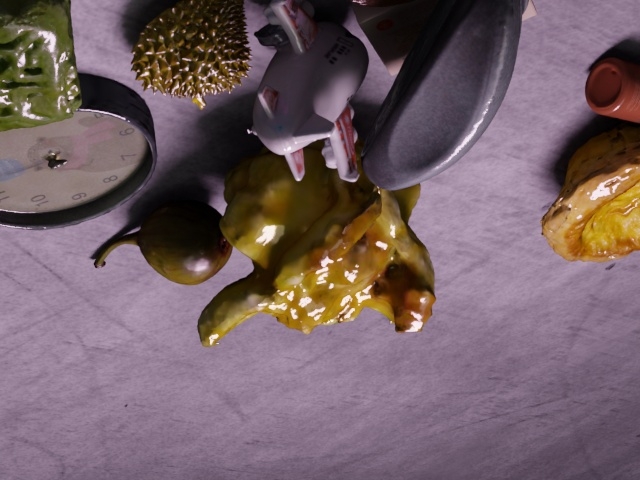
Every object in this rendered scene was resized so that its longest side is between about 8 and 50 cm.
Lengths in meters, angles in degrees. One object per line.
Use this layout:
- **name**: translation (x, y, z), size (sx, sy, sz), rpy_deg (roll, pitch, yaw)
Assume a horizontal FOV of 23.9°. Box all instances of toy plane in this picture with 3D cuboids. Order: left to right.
- **toy plane**: translation (-0.010, -0.179, 1.790), size (0.118, 0.252, 0.252), rpy_deg (-9, 156, 24)

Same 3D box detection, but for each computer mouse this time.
- **computer mouse**: translation (0.164, -0.200, 1.737), size (0.114, 0.203, 0.374), rpy_deg (25, 133, -5)

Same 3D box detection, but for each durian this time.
- **durian**: translation (-0.151, -0.206, 1.803), size (0.146, 0.102, 0.208), rpy_deg (-16, 156, -12)

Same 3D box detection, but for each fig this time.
- **fig**: translation (-0.234, 0.005, 2.157), size (0.236, 0.124, 0.124), rpy_deg (-4, 161, 34)

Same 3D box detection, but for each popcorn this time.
- **popcorn**: translation (-0.011, -0.003, 2.055), size (0.321, 0.290, 0.326), rpy_deg (-8, 154, 9)

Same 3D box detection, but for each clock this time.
- **clock**: translation (-0.343, -0.106, 1.925), size (0.280, 0.055, 0.281), rpy_deg (-13, 151, -7)

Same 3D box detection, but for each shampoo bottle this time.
- **shampoo bottle**: translation (0.483, -0.200, 2.143), size (0.244, 0.085, 0.085), rpy_deg (7, 144, -36)

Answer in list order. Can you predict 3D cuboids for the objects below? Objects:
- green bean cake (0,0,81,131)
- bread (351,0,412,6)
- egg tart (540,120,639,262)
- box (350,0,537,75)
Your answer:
- **green bean cake**: translation (-0.382, -0.209, 1.651), size (0.248, 0.125, 0.222), rpy_deg (-11, 151, -9)
- **bread**: translation (0.077, -0.336, 1.710), size (0.160, 0.073, 0.160), rpy_deg (-10, 148, -6)
- **egg tart**: translation (0.479, -0.087, 2.291), size (0.341, 0.129, 0.341), rpy_deg (-13, 153, -7)
- **box**: translation (0.150, -0.291, 1.842), size (0.201, 0.058, 0.141), rpy_deg (-23, 151, 12)
